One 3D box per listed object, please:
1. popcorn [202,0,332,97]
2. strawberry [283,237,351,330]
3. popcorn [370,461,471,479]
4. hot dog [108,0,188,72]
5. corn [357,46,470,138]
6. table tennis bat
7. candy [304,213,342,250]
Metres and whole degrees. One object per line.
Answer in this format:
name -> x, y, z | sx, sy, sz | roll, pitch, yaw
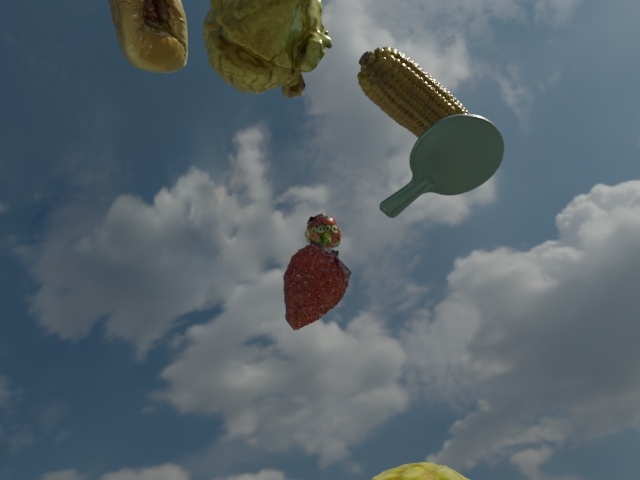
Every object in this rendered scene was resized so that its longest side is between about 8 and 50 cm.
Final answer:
popcorn -> -0.108, -0.424, 0.975 | 0.257, 0.224, 0.271 | -3, -70, 7
strawberry -> -0.020, 0.081, 0.875 | 0.148, 0.131, 0.131 | -40, -50, -11
popcorn -> 0.136, 0.417, 0.596 | 0.246, 0.282, 0.282 | -20, -47, 28
hot dog -> -0.225, -0.326, 0.593 | 0.084, 0.243, 0.073 | -12, -12, -35
corn -> 0.226, -0.275, 1.027 | 0.363, 0.120, 0.120 | 34, -67, -23
table tennis bat -> 0.202, -0.118, 0.843 | 0.152, 0.040, 0.244 | 35, -56, -26
candy -> -0.001, -0.001, 1.169 | 0.078, 0.084, 0.288 | -22, -7, -6
